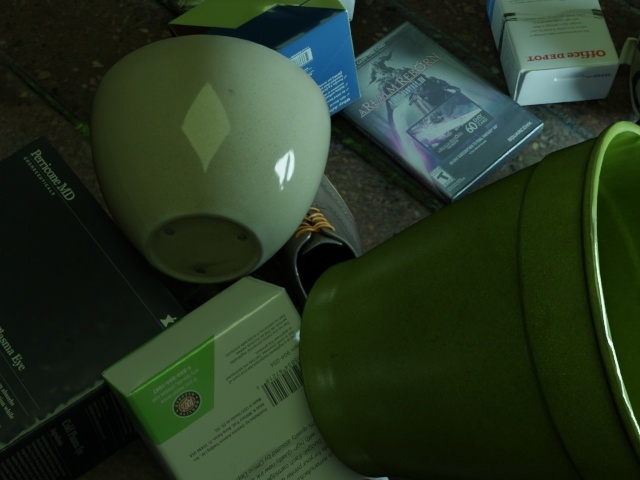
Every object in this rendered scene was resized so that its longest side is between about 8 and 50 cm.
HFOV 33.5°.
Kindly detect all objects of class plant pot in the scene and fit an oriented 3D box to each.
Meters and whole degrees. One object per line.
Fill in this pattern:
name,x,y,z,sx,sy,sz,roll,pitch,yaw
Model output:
plant pot,-0.127,-0.063,1.208,0.284,0.284,0.191,-1,52,-1
plant pot,0.181,0.102,1.070,0.353,0.366,0.366,-14,51,33

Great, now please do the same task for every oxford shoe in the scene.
oxford shoe,0.000,0.000,1.355,0.130,0.133,0.363,-17,60,-10

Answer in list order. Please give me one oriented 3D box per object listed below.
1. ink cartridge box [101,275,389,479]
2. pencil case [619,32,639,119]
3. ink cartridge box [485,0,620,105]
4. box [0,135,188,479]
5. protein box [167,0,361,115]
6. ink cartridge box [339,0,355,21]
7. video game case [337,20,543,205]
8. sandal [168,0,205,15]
ink cartridge box,-0.076,0.208,1.149,0.198,0.273,0.115,-34,19,-19
pencil case,0.646,-0.247,1.501,0.410,0.160,0.183,-1,22,0
ink cartridge box,0.339,-0.306,1.577,0.148,0.086,0.203,-5,59,-3
box,-0.359,0.106,1.259,0.312,0.179,0.343,-33,64,-18
protein box,-0.069,-0.244,1.451,0.200,0.201,0.136,-33,65,-9
ink cartridge box,-0.001,-0.577,1.626,0.166,0.285,0.395,7,59,3
video game case,0.155,-0.191,1.540,0.196,0.026,0.274,-39,67,-22
sandal,-0.186,-0.435,1.661,0.120,0.086,0.303,-11,44,-1
